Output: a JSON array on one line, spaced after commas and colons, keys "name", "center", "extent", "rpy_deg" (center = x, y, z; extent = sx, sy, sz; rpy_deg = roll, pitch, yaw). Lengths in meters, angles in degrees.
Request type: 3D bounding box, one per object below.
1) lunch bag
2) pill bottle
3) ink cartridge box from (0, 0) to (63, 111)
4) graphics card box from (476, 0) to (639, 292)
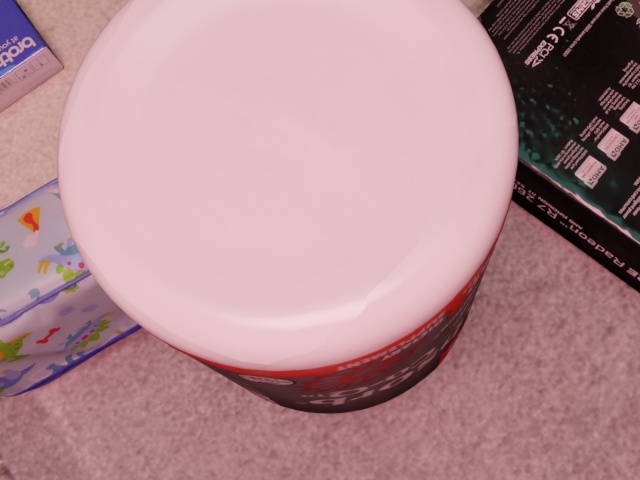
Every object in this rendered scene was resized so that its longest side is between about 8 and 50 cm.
[{"name": "lunch bag", "center": [-0.199, 0.038, 0.623], "extent": [0.219, 0.176, 0.090], "rpy_deg": [-30, 73, 1]}, {"name": "pill bottle", "center": [0.000, 0.000, 0.514], "extent": [0.210, 0.363, 0.210], "rpy_deg": [-2, 74, 6]}, {"name": "ink cartridge box", "center": [-0.359, -0.148, 0.759], "extent": [0.207, 0.046, 0.097], "rpy_deg": [-37, 75, -5]}, {"name": "graphics card box", "center": [0.288, -0.084, 0.650], "extent": [0.371, 0.094, 0.232], "rpy_deg": [38, 81, 13]}]
